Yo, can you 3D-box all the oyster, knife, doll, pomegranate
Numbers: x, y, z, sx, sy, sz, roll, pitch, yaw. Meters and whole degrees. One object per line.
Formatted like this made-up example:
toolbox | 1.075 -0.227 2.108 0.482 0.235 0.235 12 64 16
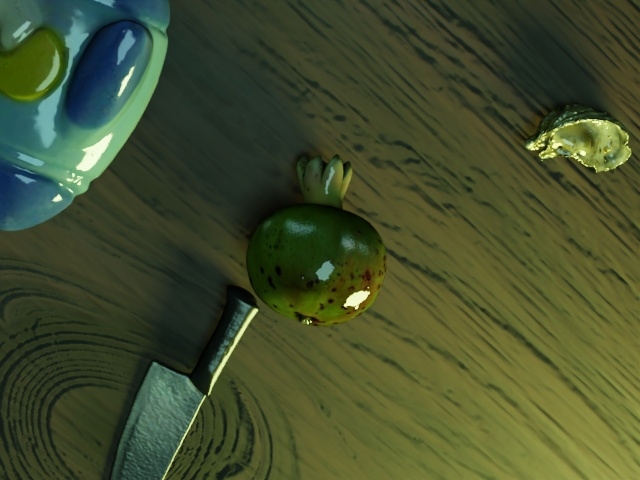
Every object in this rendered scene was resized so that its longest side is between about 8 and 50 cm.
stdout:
oyster | 0.218 -0.085 1.606 0.081 0.038 0.083 -32 135 5
knife | -0.126 0.137 1.569 0.060 0.028 0.230 27 98 -6
doll | -0.248 -0.146 1.380 0.366 0.187 0.376 -10 121 -5
pomegranate | 0.000 0.000 1.530 0.115 0.114 0.142 11 74 -17
